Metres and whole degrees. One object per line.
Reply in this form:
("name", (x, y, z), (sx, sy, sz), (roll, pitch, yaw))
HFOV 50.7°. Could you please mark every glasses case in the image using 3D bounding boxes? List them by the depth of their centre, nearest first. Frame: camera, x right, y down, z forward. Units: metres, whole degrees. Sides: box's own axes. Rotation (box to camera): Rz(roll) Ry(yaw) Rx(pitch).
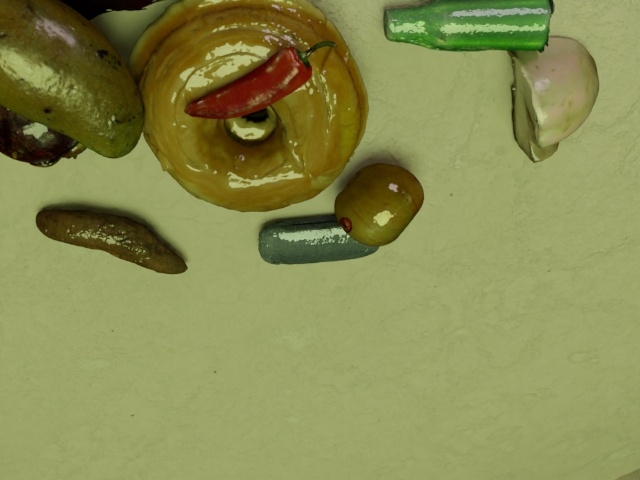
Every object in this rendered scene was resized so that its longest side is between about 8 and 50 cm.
("glasses case", (0.000, 0.000, 1.523), (0.283, 0.067, 0.109), (-6, 132, -4))

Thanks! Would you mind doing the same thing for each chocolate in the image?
("chocolate", (0.260, -0.391, 1.219), (0.291, 0.110, 0.110), (-1, 129, -2))

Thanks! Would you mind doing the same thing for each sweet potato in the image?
("sweet potato", (-0.433, -0.006, 1.454), (0.342, 0.092, 0.114), (20, 149, -21))

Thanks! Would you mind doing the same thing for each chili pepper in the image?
("chili pepper", (-0.093, -0.245, 1.063), (0.272, 0.071, 0.063), (-24, 164, 18))

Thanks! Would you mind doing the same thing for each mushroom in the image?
("mushroom", (0.472, -0.262, 1.305), (0.173, 0.162, 0.236), (-14, 131, 7))

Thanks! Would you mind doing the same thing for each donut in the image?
("donut", (-0.129, -0.240, 1.229), (0.449, 0.198, 0.448), (-2, 130, -2))

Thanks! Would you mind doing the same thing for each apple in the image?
("apple", (0.119, -0.078, 1.408), (0.155, 0.182, 0.182), (38, 120, 2))

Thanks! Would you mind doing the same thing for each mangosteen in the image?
("mangosteen", (-0.504, -0.221, 1.228), (0.192, 0.192, 0.217), (-12, 160, 3))

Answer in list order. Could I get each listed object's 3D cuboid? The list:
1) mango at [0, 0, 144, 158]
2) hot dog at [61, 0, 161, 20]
("mango", (-0.416, -0.272, 1.065), (0.330, 0.175, 0.176), (34, 123, -17))
("hot dog", (-0.284, -0.476, 1.081), (0.326, 0.107, 0.194), (-5, 116, 15))
